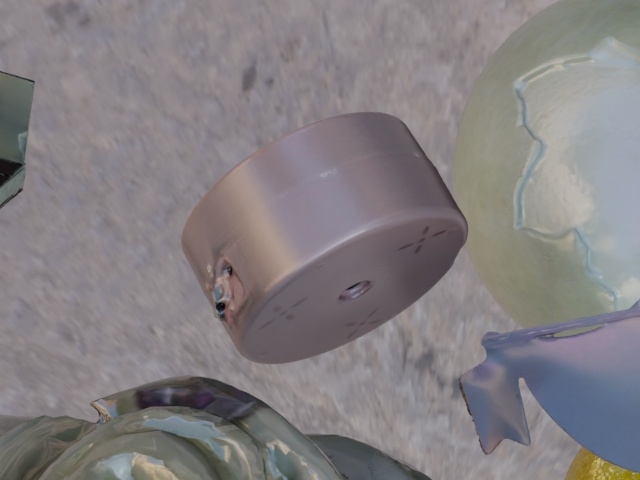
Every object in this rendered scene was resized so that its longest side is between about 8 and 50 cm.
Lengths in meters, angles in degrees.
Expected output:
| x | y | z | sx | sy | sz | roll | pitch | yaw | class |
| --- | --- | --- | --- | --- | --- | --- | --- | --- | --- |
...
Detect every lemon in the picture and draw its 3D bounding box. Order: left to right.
| x | y | z | sx | sy | sz | roll | pitch | yaw | class |
| --- | --- | --- | --- | --- | --- | --- | --- | --- | --- |
| 0.222 | 0.184 | 1.336 | 0.082 | 0.082 | 0.110 | 23 | 106 | 8 | lemon |

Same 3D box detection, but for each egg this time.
| x | y | z | sx | sy | sz | roll | pitch | yaw | class |
| --- | --- | --- | --- | --- | --- | --- | --- | --- | --- |
| 0.238 | -0.043 | 1.346 | 0.278 | 0.336 | 0.278 | 3 | 123 | 5 | egg |

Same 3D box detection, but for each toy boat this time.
| x | y | z | sx | sy | sz | roll | pitch | yaw | class |
| --- | --- | --- | --- | --- | --- | --- | --- | --- | --- |
| 0.240 | 0.079 | 1.026 | 0.318 | 0.072 | 0.219 | -33 | 63 | 14 | toy boat |

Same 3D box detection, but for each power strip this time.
| x | y | z | sx | sy | sz | roll | pitch | yaw | class |
| --- | --- | --- | --- | --- | --- | --- | --- | --- | --- |
| 0.000 | 0.000 | 1.015 | 0.154 | 0.154 | 0.078 | -28 | 68 | -3 | power strip |

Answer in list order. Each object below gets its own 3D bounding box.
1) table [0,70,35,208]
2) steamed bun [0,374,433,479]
| x | y | z | sx | sy | sz | roll | pitch | yaw | class |
| --- | --- | --- | --- | --- | --- | --- | --- | --- | --- |
| -0.306 | -0.040 | 1.516 | 0.062 | 0.146 | 0.175 | 18 | 118 | 9 | table |
| -0.076 | 0.209 | 0.903 | 0.368 | 0.255 | 0.342 | 3 | 33 | 11 | steamed bun |
